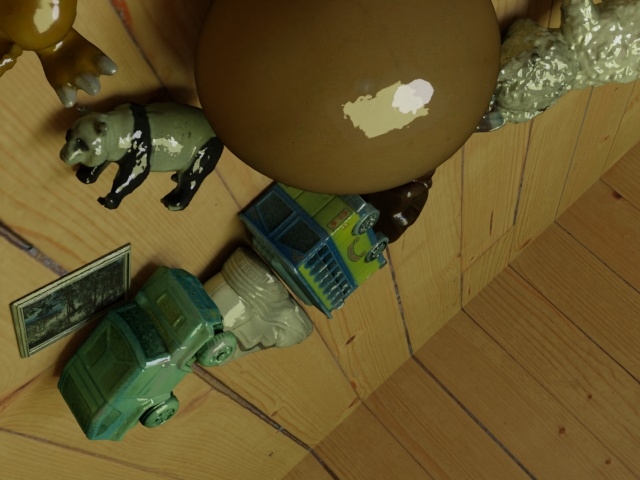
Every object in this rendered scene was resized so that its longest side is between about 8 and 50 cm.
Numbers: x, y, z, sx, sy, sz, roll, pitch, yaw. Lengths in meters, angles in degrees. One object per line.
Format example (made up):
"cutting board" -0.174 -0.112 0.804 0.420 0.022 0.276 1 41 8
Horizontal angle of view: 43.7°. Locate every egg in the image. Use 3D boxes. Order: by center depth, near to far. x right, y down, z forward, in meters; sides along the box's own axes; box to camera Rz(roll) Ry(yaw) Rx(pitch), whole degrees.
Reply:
"egg" 0.034 -0.199 0.902 0.374 0.301 0.301 -27 152 -33

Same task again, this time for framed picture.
"framed picture" -0.345 0.089 1.129 0.183 0.011 0.142 -31 154 -32

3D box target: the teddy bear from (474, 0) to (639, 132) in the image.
"teddy bear" 0.425 -0.401 1.508 0.362 0.375 0.327 -4 160 10

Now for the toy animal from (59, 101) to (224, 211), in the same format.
"toy animal" -0.205 -0.104 0.930 0.225 0.094 0.121 -3 125 -46

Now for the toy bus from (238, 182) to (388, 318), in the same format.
"toy bus" 0.000 0.000 1.395 0.190 0.152 0.312 -44 158 -5

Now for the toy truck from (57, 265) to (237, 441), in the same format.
"toy truck" -0.266 0.175 1.217 0.279 0.155 0.156 -48 155 18

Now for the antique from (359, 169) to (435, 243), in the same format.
"antique" 0.155 -0.103 1.532 0.143 0.121 0.257 -45 160 -20

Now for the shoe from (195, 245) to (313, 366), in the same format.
"shoe" -0.146 0.148 1.445 0.210 0.132 0.342 -39 154 -4

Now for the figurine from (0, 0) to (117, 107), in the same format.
"figurine" -0.232 -0.238 0.423 0.401 0.268 0.387 -40 160 0
